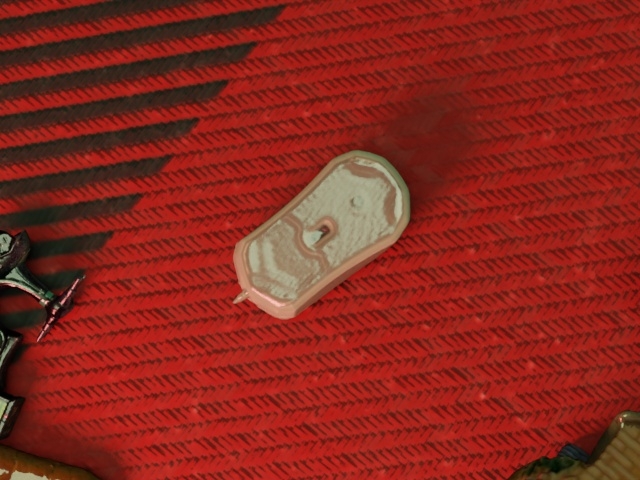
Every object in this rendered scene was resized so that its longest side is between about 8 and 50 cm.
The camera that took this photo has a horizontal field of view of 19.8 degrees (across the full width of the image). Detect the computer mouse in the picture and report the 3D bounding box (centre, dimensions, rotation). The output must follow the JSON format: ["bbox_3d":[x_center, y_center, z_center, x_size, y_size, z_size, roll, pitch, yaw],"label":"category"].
[{"bbox_3d":[0.000,0.000,1.561,0.181,0.056,0.089,-39,78,10],"label":"computer mouse"}]

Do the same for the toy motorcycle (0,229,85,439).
[{"bbox_3d":[-0.277,0.076,1.591,0.100,0.058,0.173,24,88,3],"label":"toy motorcycle"}]

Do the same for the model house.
[{"bbox_3d":[0.226,0.218,1.449,0.166,0.183,0.172,39,51,13],"label":"model house"}]

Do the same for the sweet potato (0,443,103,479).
[{"bbox_3d":[-0.294,0.202,1.575,0.273,0.067,0.067,9,84,4],"label":"sweet potato"}]
